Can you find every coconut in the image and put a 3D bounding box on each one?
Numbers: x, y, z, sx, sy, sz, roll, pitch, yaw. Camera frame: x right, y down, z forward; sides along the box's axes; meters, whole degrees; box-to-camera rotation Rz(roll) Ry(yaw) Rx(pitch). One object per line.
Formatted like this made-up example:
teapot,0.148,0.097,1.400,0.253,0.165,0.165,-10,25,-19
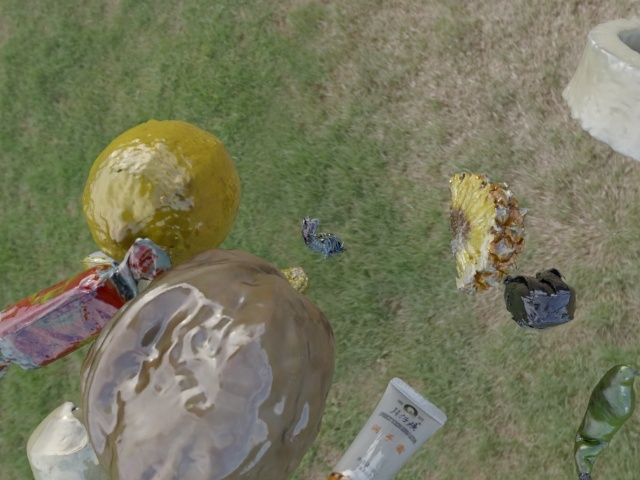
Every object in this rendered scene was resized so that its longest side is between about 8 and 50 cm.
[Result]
coconut,-0.501,0.437,1.344,0.224,0.224,0.224,0,91,25

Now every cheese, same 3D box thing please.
cheese,-0.451,0.061,1.441,0.250,0.156,0.064,-2,76,50
cheese,0.621,-0.278,1.149,0.292,0.332,0.153,43,139,28

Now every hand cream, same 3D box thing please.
hand cream,0.123,0.423,1.276,0.139,0.314,0.089,34,143,16

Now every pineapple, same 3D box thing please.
pineapple,0.285,-0.029,1.064,0.135,0.079,0.233,-35,48,53

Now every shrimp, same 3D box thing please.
shrimp,-0.003,0.004,1.432,0.082,0.174,0.076,25,84,34

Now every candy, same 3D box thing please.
candy,-0.299,0.088,0.759,0.292,0.086,0.059,-28,36,8

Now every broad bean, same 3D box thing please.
broad bean,0.373,0.237,0.842,0.046,0.061,0.195,9,111,-2

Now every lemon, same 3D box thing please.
lemon,-0.204,-0.058,0.838,0.192,0.231,0.192,10,128,13

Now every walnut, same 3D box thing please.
walnut,-0.113,0.143,0.642,0.273,0.227,0.273,-5,75,18

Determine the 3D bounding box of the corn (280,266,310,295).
corn,-0.137,0.138,1.269,0.261,0.097,0.097,-35,76,0

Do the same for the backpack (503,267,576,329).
backpack,0.400,0.113,1.163,0.120,0.165,0.106,-6,98,12

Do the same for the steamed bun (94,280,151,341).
steamed bun,-0.445,0.237,1.654,0.255,0.368,0.342,-28,45,-3
